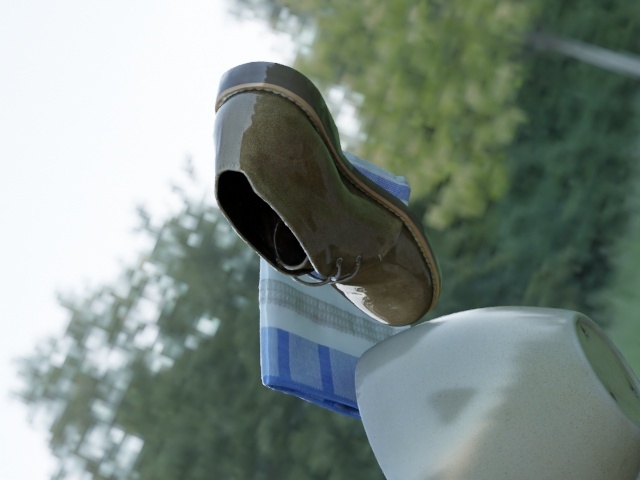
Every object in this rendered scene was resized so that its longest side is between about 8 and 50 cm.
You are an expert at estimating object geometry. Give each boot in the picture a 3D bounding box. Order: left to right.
[{"bbox_3d":[0.000,0.000,1.333,0.305,0.112,0.115,49,-140,-44],"label":"boot"}]

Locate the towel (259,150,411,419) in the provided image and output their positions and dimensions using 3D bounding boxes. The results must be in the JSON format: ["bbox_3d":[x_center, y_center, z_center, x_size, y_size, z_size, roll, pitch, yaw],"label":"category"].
[{"bbox_3d":[0.020,0.035,1.707,0.209,0.034,0.285,23,-124,-40],"label":"towel"}]

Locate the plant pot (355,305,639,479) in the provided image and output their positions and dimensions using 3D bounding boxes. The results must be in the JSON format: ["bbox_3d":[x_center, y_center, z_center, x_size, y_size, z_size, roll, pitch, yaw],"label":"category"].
[{"bbox_3d":[0.194,0.171,1.577,0.191,0.284,0.284,-35,-5,20],"label":"plant pot"}]
